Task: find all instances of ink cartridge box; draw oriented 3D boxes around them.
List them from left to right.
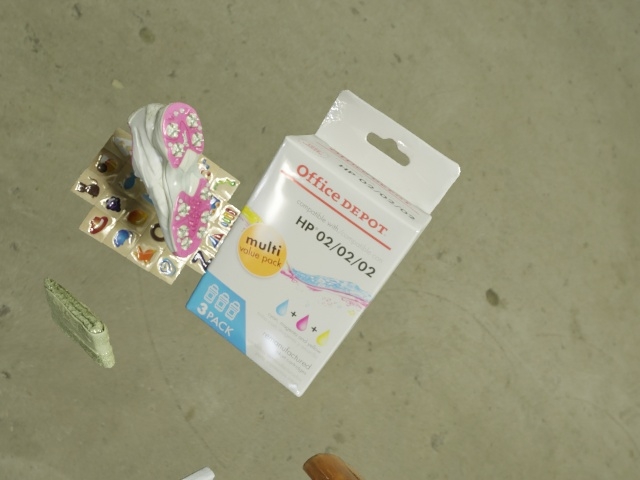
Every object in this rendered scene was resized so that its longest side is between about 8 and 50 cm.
[{"bbox_3d":[0.000,0.000,0.390,0.104,0.181,0.061,36,20,8],"label":"ink cartridge box"}]

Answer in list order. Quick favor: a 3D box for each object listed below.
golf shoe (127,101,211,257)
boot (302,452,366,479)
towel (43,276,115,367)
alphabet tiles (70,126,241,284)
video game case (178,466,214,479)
[{"bbox_3d":[-0.293,-0.117,1.109,0.115,0.140,0.306,-34,131,-53],"label":"golf shoe"},{"bbox_3d":[0.118,0.459,0.885,0.264,0.280,0.096,34,88,-43],"label":"boot"},{"bbox_3d":[-0.375,0.129,0.887,0.148,0.110,0.027,32,50,22],"label":"towel"},{"bbox_3d":[-0.347,-0.081,1.271,0.343,0.011,0.285,36,77,-19],"label":"alphabet tiles"},{"bbox_3d":[-0.260,0.420,0.788,0.023,0.212,0.193,40,19,24],"label":"video game case"}]
